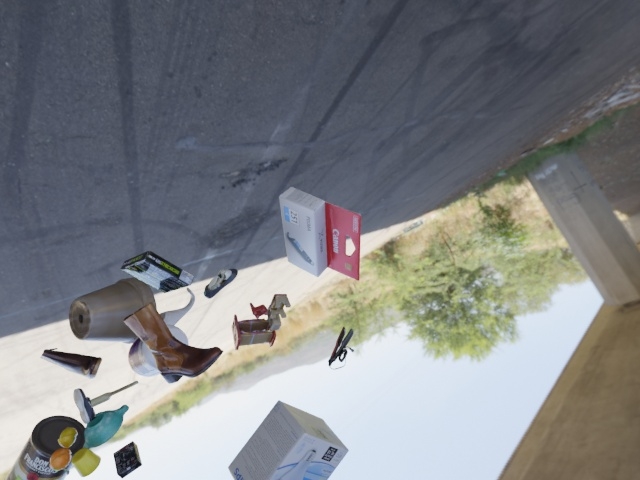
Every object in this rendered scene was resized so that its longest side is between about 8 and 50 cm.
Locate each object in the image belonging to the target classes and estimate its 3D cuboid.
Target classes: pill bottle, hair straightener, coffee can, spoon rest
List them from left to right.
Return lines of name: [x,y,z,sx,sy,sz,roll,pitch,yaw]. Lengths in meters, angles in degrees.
coffee can: [-1.086,0.873,1.615,0.275,0.201,0.201,-57,163,9]
pill bottle: [-0.659,0.451,1.674,0.181,0.181,0.323,-17,170,-43]
spoon rest: [-0.741,0.370,2.074,0.276,0.137,0.084,-47,132,-10]
hair straightener: [0.099,0.469,1.771,0.089,0.047,0.230,4,-147,27]

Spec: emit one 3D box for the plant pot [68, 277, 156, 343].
plant pot: [-0.984,0.341,1.905,0.323,0.323,0.280,-33,163,29]

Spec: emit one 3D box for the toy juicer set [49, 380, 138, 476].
toy juicer set: [-0.775,0.647,1.403,0.209,0.089,0.329,-15,-152,17]

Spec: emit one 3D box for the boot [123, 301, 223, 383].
boot: [-0.485,0.319,1.356,0.264,0.280,0.096,-22,-168,29]

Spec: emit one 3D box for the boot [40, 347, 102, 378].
boot: [-1.026,0.499,1.671,0.207,0.090,0.248,28,151,-31]

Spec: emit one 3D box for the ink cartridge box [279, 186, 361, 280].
ink cartridge box: [0.000,0.000,1.303,0.066,0.261,0.296,-45,147,-35]

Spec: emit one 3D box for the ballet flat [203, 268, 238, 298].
ballet flat: [-0.443,0.175,1.819,0.203,0.074,0.074,-46,-175,-40]

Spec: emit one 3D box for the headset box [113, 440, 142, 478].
headset box: [-0.569,0.641,1.202,0.062,0.083,0.032,-30,128,-20]

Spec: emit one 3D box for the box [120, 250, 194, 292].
box: [-0.577,0.116,1.446,0.184,0.045,0.191,-16,137,41]

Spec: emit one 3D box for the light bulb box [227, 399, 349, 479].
light bulb box: [-0.135,0.958,1.793,0.361,0.225,0.358,-52,129,-6]

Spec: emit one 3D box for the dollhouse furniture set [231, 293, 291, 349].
dollhouse furniture set: [-0.304,0.378,2.022,0.201,0.152,0.374,2,134,-25]

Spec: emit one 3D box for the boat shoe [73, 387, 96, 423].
boat shoe: [-0.784,0.546,1.361,0.046,0.125,0.038,-14,-173,29]
